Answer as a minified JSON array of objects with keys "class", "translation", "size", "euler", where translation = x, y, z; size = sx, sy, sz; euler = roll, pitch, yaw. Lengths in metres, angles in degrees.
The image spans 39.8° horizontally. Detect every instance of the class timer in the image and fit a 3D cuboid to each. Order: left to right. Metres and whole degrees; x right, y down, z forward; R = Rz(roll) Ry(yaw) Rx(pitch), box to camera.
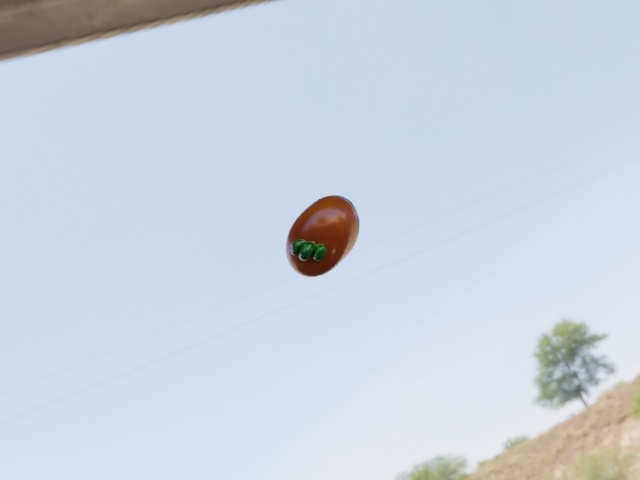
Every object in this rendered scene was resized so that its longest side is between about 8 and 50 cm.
[{"class":"timer","translation":[0.000,0.000,1.343],"size":[0.136,0.099,0.136],"euler":[22,-90,-84]}]
